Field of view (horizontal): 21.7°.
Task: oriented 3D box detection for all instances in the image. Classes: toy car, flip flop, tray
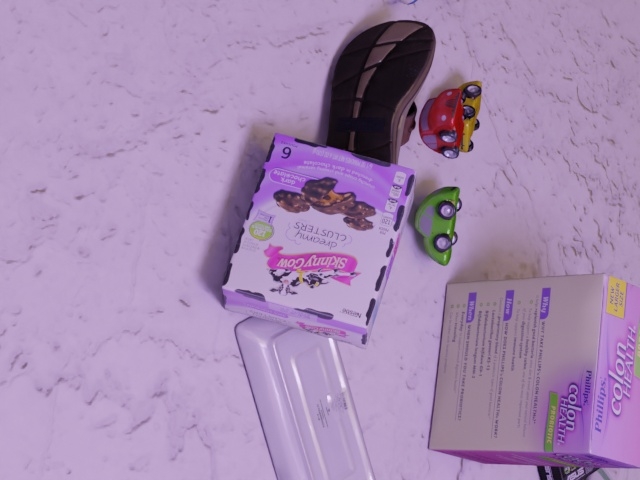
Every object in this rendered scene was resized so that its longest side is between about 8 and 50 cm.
[{"bbox_3d":[0.147,-0.082,2.031,0.239,0.053,0.225,-34,132,-74],"label":"toy car"},{"bbox_3d":[0.068,-0.135,1.959,0.080,0.112,0.277,56,43,-62],"label":"flip flop"},{"bbox_3d":[-0.004,0.198,1.896,0.145,0.030,0.270,-26,105,-45],"label":"tray"}]

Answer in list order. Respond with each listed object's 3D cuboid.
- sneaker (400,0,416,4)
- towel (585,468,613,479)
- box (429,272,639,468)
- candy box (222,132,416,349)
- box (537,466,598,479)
[{"bbox_3d":[0.155,-0.327,2.087,0.084,0.058,0.152,47,48,-22],"label":"sneaker"},{"bbox_3d":[0.368,0.393,2.270,0.113,0.023,0.152,52,55,-27],"label":"towel"},{"bbox_3d":[0.270,0.161,2.029,0.117,0.243,0.213,20,72,-43],"label":"box"},{"bbox_3d":[0.000,0.000,1.822,0.070,0.165,0.196,90,16,-66],"label":"candy box"},{"bbox_3d":[0.348,0.218,2.246,0.191,0.045,0.184,-24,101,-43],"label":"box"}]
